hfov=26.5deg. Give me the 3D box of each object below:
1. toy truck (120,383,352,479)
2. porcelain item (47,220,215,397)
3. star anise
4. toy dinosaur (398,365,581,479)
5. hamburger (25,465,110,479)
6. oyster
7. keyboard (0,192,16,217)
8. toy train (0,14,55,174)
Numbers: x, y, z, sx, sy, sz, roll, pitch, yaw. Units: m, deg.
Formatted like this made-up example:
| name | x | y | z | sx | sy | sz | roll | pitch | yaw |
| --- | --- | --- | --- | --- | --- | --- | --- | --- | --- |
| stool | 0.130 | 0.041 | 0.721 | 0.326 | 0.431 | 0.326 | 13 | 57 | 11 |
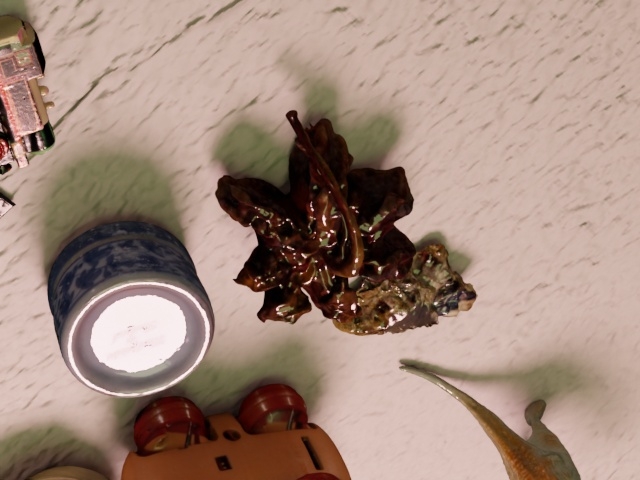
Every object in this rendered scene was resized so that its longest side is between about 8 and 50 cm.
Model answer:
| name | x | y | z | sx | sy | sz | roll | pitch | yaw |
| --- | --- | --- | --- | --- | --- | --- | --- | --- | --- |
| toy truck | -0.089 | 0.299 | 1.458 | 0.264 | 0.189 | 0.239 | -4 | 131 | -25 |
| porcelain item | -0.182 | 0.062 | 1.294 | 0.147 | 0.114 | 0.147 | -9 | 125 | -14 |
| star anise | 0.000 | 0.000 | 1.317 | 0.220 | 0.126 | 0.190 | 26 | 115 | -36 |
| toy dinosaur | 0.244 | 0.258 | 1.565 | 0.092 | 0.205 | 0.393 | -36 | 110 | 14 |
| hamburger | -0.295 | 0.331 | 1.444 | 0.210 | 0.116 | 0.173 | -33 | 130 | 7 |
| oyster | 0.086 | 0.066 | 1.440 | 0.148 | 0.051 | 0.103 | -26 | 122 | 12 |
| keyboard | -0.363 | -0.067 | 1.203 | 0.063 | 0.010 | 0.198 | -40 | 128 | 11 |
| toy train | -0.273 | -0.123 | 1.172 | 0.087 | 0.050 | 0.138 | -19 | 129 | -11 |
